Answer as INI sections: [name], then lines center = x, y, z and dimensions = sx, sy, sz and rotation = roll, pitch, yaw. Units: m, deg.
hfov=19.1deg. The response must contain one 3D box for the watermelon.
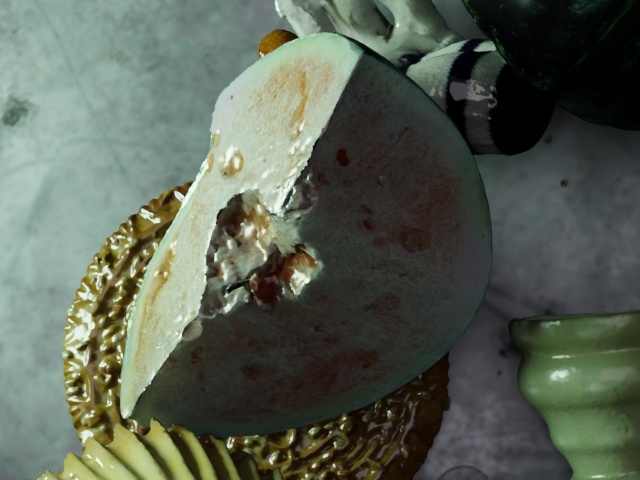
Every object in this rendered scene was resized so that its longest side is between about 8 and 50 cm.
[watermelon]
center = -0.001, -0.005, 1.369
dimensions = 0.322, 0.188, 0.175
rotation = -46, 35, 29

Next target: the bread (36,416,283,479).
[bread]
center = -0.160, 0.306, 1.341
dimensions = 0.236, 0.183, 0.389
rotation = 38, 95, -19

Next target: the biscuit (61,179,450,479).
[biscuit]
center = -0.051, 0.092, 1.454
dimensions = 0.305, 0.038, 0.305
rotation = -1, 83, 5

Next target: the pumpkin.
[pumpkin]
center = 0.222, -0.234, 1.346
dimensions = 0.315, 0.315, 0.238
rotation = 44, 128, 9

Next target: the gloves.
[gloves]
center = 0.058, -0.124, 1.438
dimensions = 0.218, 0.131, 0.140
rotation = 8, 59, 33

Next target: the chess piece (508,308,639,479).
[chess piece]
center = 0.218, 0.176, 1.381
dimensions = 0.144, 0.144, 0.251
rotation = -5, 89, 4
